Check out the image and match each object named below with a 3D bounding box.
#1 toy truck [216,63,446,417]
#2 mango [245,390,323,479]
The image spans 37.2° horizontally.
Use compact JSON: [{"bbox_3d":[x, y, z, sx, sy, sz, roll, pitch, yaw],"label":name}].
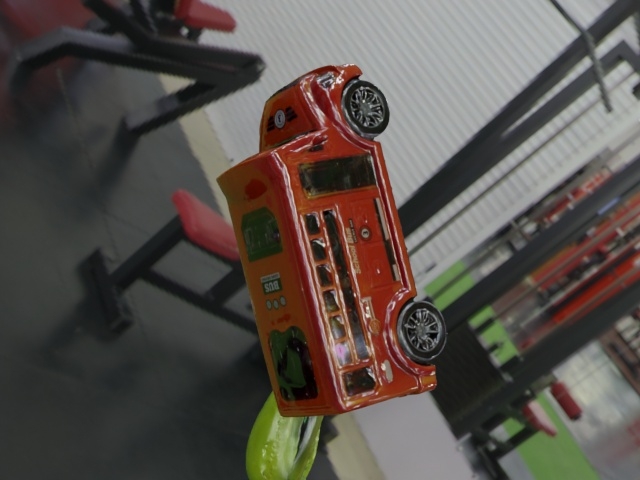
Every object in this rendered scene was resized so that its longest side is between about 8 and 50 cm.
[{"bbox_3d":[0.000,0.000,0.708,0.114,0.107,0.252,-13,87,-36],"label":"toy truck"},{"bbox_3d":[-0.035,0.201,1.057,0.074,0.165,0.091,16,-13,12],"label":"mango"}]
